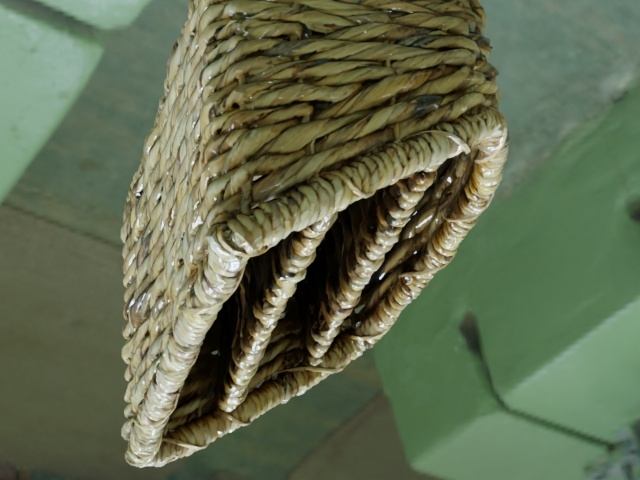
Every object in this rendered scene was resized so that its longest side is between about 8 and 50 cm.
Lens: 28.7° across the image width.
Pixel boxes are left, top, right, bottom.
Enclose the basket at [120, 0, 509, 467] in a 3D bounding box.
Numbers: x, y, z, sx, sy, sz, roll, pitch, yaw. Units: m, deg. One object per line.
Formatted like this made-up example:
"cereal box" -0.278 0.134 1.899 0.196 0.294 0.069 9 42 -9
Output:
"basket" 0.000 0.000 0.784 0.213 0.223 0.299 7 144 -17
